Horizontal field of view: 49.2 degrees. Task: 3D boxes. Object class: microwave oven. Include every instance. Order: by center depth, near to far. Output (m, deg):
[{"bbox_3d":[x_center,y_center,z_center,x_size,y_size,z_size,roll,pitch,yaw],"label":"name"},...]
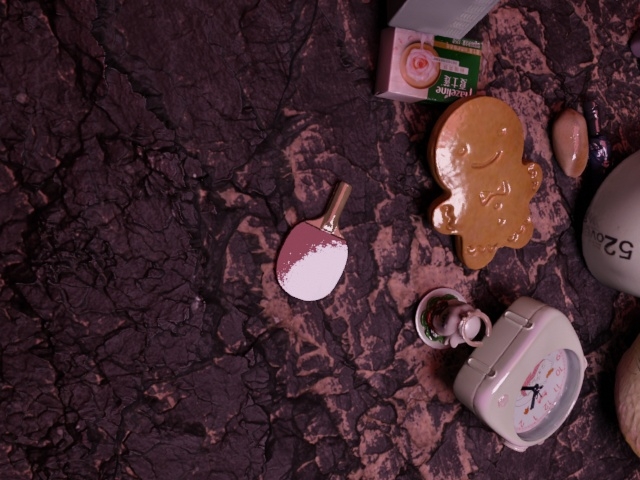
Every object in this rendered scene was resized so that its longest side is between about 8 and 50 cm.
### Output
[{"bbox_3d":[0.239,-0.557,1.272,0.181,0.237,0.295,4,74,-18],"label":"microwave oven"}]

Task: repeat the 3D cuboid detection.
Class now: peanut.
[{"bbox_3d":[0.539,-0.211,1.507,0.076,0.076,0.152,-12,95,-17],"label":"peanut"}]

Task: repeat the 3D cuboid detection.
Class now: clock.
[{"bbox_3d":[0.428,0.297,1.444,0.265,0.108,0.324,-49,129,-12],"label":"clock"}]

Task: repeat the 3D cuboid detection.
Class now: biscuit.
[{"bbox_3d":[0.333,-0.118,1.413,0.275,0.052,0.355,-22,115,-17],"label":"biscuit"}]

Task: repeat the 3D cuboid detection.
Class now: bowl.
[{"bbox_3d":[0.756,-0.015,1.479,0.353,0.185,0.354,-7,115,-15],"label":"bowl"}]

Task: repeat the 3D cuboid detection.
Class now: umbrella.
[{"bbox_3d":[0.621,-0.186,1.538,0.070,0.071,0.248,-10,95,-18],"label":"umbrella"}]

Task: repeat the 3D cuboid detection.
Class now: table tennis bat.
[{"bbox_3d":[0.000,0.000,1.366,0.138,0.022,0.247,24,87,-18],"label":"table tennis bat"}]

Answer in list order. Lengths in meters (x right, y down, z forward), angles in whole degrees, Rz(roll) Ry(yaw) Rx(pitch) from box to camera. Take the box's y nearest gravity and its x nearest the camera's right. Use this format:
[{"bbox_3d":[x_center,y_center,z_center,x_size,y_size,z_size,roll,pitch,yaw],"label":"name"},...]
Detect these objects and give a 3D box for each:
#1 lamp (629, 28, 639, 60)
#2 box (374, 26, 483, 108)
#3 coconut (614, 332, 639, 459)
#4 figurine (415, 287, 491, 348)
[{"bbox_3d":[0.865,-0.457,1.514,0.301,0.247,0.247,-34,101,-6],"label":"lamp"},{"bbox_3d":[0.213,-0.340,1.385,0.199,0.081,0.135,5,92,-17],"label":"box"},{"bbox_3d":[0.819,0.365,1.479,0.404,0.404,0.405,-1,94,-18],"label":"coconut"},{"bbox_3d":[0.278,0.166,1.397,0.132,0.153,0.132,-1,92,-19],"label":"figurine"}]
